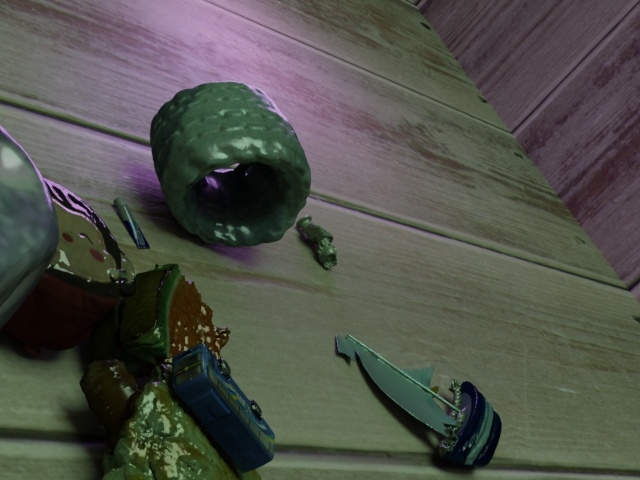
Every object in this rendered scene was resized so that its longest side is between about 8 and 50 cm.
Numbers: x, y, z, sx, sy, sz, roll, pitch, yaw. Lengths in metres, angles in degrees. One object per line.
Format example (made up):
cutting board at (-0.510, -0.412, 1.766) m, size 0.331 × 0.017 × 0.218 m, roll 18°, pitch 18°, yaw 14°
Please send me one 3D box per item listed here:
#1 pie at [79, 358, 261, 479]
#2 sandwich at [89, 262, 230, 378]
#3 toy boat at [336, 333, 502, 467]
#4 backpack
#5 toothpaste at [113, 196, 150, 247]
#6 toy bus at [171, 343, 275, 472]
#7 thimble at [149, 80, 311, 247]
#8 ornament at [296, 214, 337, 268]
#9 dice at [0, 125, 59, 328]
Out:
pie at (-0.135, 0.256, 1.287) m, size 0.257 × 0.105 × 0.274 m, roll 35°, pitch 24°, yaw -40°
sandwich at (-0.193, 0.120, 1.433) m, size 0.160 × 0.109 × 0.185 m, roll 55°, pitch 16°, yaw -25°
toy boat at (0.147, 0.224, 1.830) m, size 0.291 × 0.067 × 0.220 m, roll 38°, pitch 25°, yaw -6°
backpack at (-0.321, 0.008, 1.351) m, size 0.229 × 0.139 × 0.229 m, roll 41°, pitch 19°, yaw -17°
toothpaste at (-0.260, -0.023, 1.659) m, size 0.083 × 0.015 × 0.024 m, roll 58°, pitch 26°, yaw 17°
toy bus at (-0.103, 0.181, 1.296) m, size 0.153 × 0.051 × 0.061 m, roll 56°, pitch 12°, yaw -31°
thimble at (-0.126, -0.107, 1.767) m, size 0.250 × 0.205 × 0.172 m, roll 26°, pitch 29°, yaw -44°
ornament at (-0.002, -0.003, 1.993) m, size 0.068 × 0.041 × 0.092 m, roll 54°, pitch 1°, yaw -38°
dice at (-0.413, 0.010, 1.045) m, size 0.270 × 0.271 × 0.270 m, roll 43°, pitch 24°, yaw -2°
